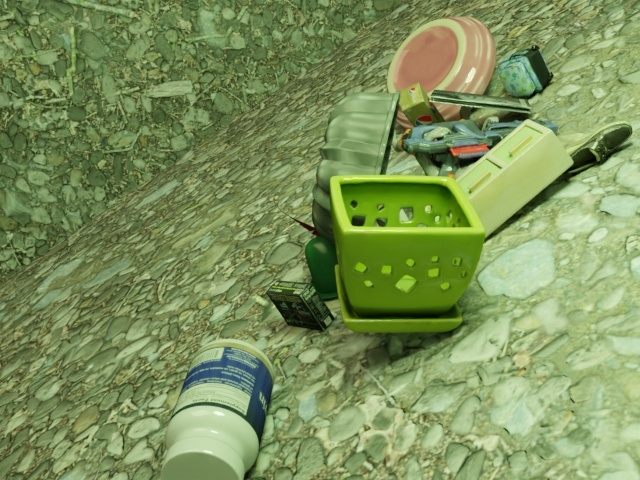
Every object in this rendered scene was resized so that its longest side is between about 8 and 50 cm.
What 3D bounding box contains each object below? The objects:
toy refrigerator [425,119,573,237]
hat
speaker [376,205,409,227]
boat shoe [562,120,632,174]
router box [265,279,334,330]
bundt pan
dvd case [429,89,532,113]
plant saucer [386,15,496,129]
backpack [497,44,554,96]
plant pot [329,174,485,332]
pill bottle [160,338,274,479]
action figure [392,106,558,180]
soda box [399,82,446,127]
[{"bbox_3d":[0.323,-0.102,1.496,0.269,0.094,0.102,-40,23,5],"label":"toy refrigerator"},{"bbox_3d":[0.000,0.000,1.639,0.208,0.183,0.173,-17,26,32],"label":"hat"},{"bbox_3d":[0.155,-0.006,1.516,0.055,0.136,0.055,-26,24,13],"label":"speaker"},{"bbox_3d":[0.512,-0.166,1.490,0.152,0.056,0.049,-33,26,24],"label":"boat shoe"},{"bbox_3d":[-0.041,0.126,1.563,0.122,0.092,0.038,1,40,52],"label":"router box"},{"bbox_3d":[0.064,-0.142,1.566,0.124,0.331,0.331,13,35,5],"label":"bundt pan"},{"bbox_3d":[0.362,-0.317,1.816,0.221,0.018,0.164,9,17,9],"label":"dvd case"},{"bbox_3d":[0.293,-0.443,2.076,0.332,0.084,0.332,-25,53,37],"label":"plant saucer"},{"bbox_3d":[0.478,-0.398,1.914,0.084,0.105,0.114,-41,19,-20],"label":"backpack"},{"bbox_3d":[0.130,0.026,1.335,0.228,0.207,0.227,0,26,-4],"label":"plant pot"},{"bbox_3d":[-0.168,0.296,1.315,0.153,0.153,0.265,-24,25,19],"label":"pill bottle"},{"bbox_3d":[0.319,-0.185,1.712,0.341,0.178,0.330,-4,29,-8],"label":"action figure"},{"bbox_3d":[0.249,-0.288,1.890,0.058,0.181,0.061,-24,53,21],"label":"soda box"}]
